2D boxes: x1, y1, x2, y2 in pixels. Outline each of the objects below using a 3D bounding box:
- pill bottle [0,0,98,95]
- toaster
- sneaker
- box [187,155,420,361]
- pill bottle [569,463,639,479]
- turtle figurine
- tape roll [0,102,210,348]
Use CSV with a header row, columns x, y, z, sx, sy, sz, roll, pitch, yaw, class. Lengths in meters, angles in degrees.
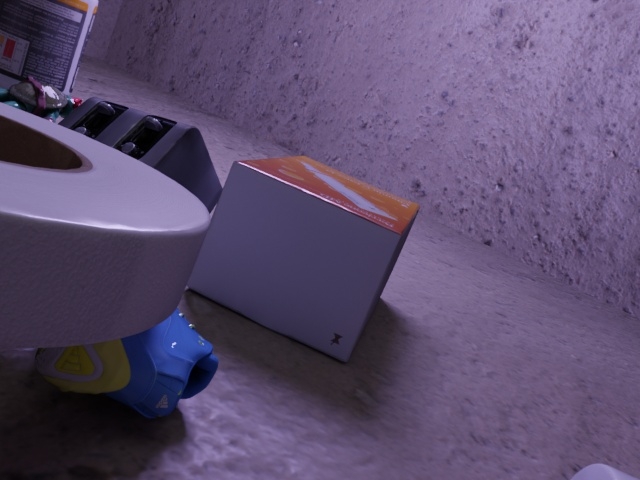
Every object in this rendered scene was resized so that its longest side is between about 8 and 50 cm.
x,y,z,sx,sy,sz,roll,pitch,yaw,class
-0.534,-0.357,1.204,0.162,0.278,0.162,22,12,-5,pill bottle
-0.229,-0.081,0.820,0.168,0.110,0.186,20,-31,23,toaster
-0.153,0.080,0.540,0.126,0.091,0.240,38,8,-15,sneaker
0.000,0.000,0.889,0.215,0.168,0.345,24,13,7,box
0.263,0.244,0.362,0.264,0.153,0.153,24,13,10,pill bottle
-0.500,-0.219,1.091,0.175,0.118,0.234,31,21,35,turtle figurine
-0.264,-0.052,0.418,0.392,0.072,0.392,21,9,-4,tape roll
